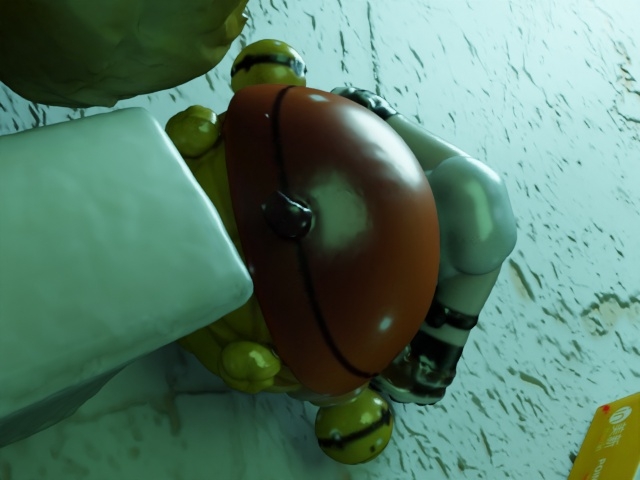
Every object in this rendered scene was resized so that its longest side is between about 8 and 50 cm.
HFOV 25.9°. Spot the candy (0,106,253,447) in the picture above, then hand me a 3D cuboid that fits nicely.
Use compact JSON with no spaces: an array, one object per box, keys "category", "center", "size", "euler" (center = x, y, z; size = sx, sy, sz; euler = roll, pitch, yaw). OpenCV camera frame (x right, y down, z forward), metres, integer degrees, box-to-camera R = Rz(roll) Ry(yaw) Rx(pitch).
[{"category":"candy","center":[-0.229,0.051,0.727],"size":[0.358,0.208,0.145],"euler":[-19,81,-47]}]

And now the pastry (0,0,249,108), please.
[{"category":"pastry","center":[-0.151,-0.287,0.861],"size":[0.245,0.409,0.410],"euler":[7,62,-24]}]

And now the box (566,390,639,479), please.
[{"category":"box","center":[0.293,0.285,1.177],"size":[0.221,0.091,0.274],"euler":[51,43,-10]}]

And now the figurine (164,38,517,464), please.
[{"category":"figurine","center":[0.005,-0.001,0.984],"size":[0.323,0.196,0.320],"euler":[-6,79,-55]}]
